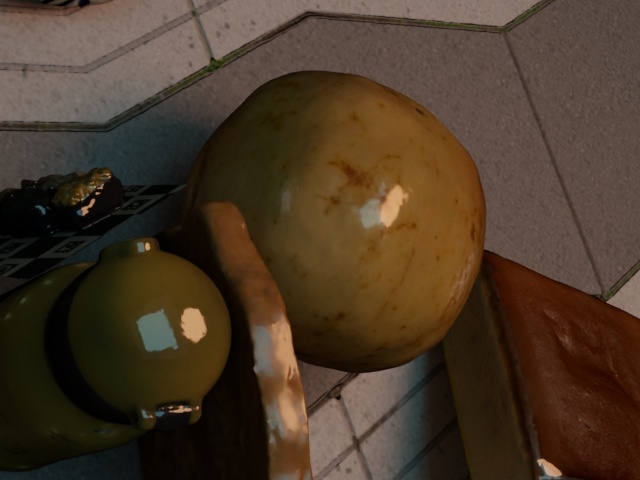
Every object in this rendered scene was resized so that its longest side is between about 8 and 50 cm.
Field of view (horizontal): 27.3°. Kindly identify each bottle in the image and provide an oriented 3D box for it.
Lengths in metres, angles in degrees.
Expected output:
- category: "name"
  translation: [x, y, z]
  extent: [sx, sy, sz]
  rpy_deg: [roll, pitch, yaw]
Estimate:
- category: "bottle"
  translation: [-0.202, 0.100, 1.151]
  extent: [0.172, 0.351, 0.171]
  rpy_deg: [11, 70, -33]

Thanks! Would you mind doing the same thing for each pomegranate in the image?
- category: "pomegranate"
  translation: [0.000, 0.000, 1.370]
  extent: [0.343, 0.342, 0.342]
  rpy_deg: [12, 69, -34]

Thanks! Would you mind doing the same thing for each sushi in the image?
- category: "sushi"
  translation: [-0.264, -0.034, 1.233]
  extent: [0.192, 0.215, 0.050]
  rpy_deg: [-35, 115, -39]

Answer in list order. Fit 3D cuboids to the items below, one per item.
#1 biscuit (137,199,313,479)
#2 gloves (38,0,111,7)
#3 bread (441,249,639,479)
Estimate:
- category: "biscuit"
  translation: [-0.093, 0.162, 1.209]
  extent: [0.062, 0.365, 0.385]
  rpy_deg: [-4, 72, -24]
- category: "gloves"
  translation: [-0.246, -0.319, 1.414]
  extent: [0.140, 0.131, 0.219]
  rpy_deg: [61, 21, 0]
- category: "bread"
  translation: [0.303, 0.203, 1.573]
  extent: [0.324, 0.143, 0.333]
  rpy_deg: [22, 40, -31]
